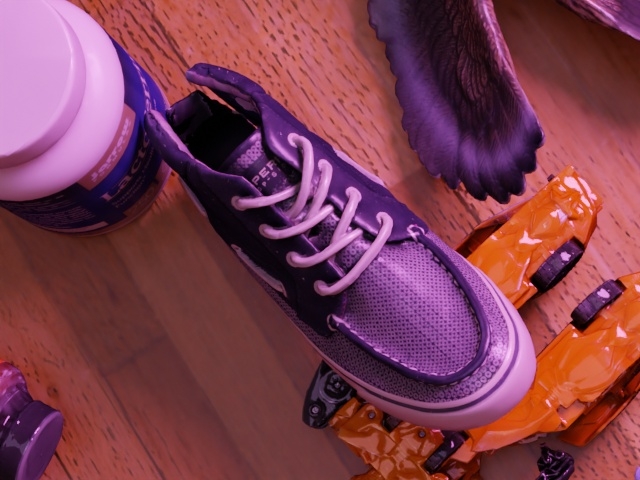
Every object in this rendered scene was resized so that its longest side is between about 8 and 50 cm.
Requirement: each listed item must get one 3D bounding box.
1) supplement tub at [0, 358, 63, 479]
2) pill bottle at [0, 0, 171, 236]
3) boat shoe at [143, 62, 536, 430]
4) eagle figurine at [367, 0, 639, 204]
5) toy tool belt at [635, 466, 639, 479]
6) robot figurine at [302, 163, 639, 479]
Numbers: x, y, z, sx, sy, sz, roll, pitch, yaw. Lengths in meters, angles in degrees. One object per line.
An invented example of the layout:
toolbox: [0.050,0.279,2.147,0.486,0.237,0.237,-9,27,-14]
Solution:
supplement tub: [-0.299,0.123,1.475,0.198,0.106,0.106,24,86,11]
pill bottle: [-0.206,-0.095,1.412,0.153,0.265,0.153,-1,82,9]
boat shoe: [0.000,0.000,1.354,0.127,0.158,0.340,-49,50,-6]
eagle figurine: [0.129,-0.205,1.436,0.226,0.225,0.298,-22,109,41]
toy tool belt: [0.245,0.187,1.409,0.051,0.052,0.083,-15,44,30]
robot figurine: [0.130,0.097,1.424,0.291,0.085,0.211,-43,77,0]
